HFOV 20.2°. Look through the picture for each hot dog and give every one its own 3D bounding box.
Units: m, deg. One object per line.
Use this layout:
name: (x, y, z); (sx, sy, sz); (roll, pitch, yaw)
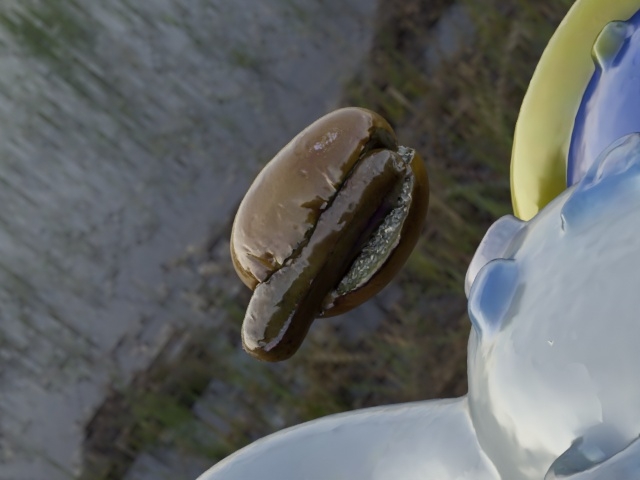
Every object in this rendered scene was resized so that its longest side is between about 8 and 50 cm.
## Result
hot dog: (-0.001, -0.001, 0.941); (0.140, 0.090, 0.060); (-44, 13, 23)

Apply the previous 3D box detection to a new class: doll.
doll: (0.106, 0.023, 0.476); (0.311, 0.159, 0.242); (-30, 26, 20)
